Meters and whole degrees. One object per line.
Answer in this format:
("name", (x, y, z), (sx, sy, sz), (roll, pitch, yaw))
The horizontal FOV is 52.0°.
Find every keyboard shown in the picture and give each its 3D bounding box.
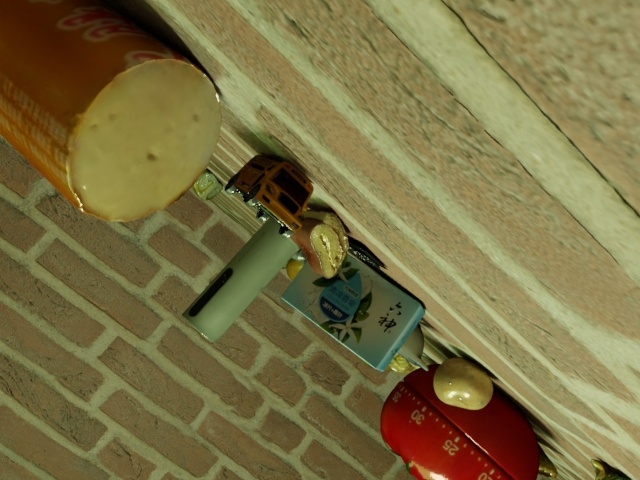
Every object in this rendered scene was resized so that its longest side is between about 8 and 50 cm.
("keyboard", (0.047, 0.009, 1.179), (0.074, 0.015, 0.196), (44, 174, -30))

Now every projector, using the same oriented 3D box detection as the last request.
("projector", (-0.176, 0.084, 1.547), (0.108, 0.337, 0.108), (41, 174, 6))

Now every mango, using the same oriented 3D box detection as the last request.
("mango", (-0.045, 0.078, 1.885), (0.111, 0.089, 0.163), (12, 159, 10))

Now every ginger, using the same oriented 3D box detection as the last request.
("ginger", (0.255, 0.435, 2.341), (0.236, 0.166, 0.375), (52, 175, -22))

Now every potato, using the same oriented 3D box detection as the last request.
("potato", (0.293, 0.297, 1.367), (0.112, 0.112, 0.147), (42, 165, -16))

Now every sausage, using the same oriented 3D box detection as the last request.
("sausage", (-0.303, -0.192, 0.861), (0.287, 0.233, 0.233), (39, 174, 24))

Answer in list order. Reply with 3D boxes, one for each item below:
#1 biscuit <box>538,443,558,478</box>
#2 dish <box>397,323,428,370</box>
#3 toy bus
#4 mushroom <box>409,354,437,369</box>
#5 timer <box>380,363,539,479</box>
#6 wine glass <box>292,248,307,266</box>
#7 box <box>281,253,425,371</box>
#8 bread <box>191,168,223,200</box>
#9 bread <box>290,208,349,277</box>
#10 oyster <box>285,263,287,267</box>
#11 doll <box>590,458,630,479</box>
("biscuit", (0.535, 0.559, 1.784), (0.172, 0.029, 0.254), (21, -175, 3))
("dish", (0.159, 0.180, 1.411), (0.228, 0.086, 0.236), (42, 173, -27))
("toy bus", (-0.072, -0.073, 0.970), (0.083, 0.088, 0.194), (42, 176, -24))
("mushroom", (0.360, 0.423, 2.066), (0.209, 0.071, 0.084), (42, -154, 3))
("timer", (0.328, 0.464, 1.546), (0.378, 0.279, 0.378), (41, 176, 3))
("wine glass", (-0.062, 0.026, 1.700), (0.155, 0.072, 0.072), (33, 171, 42))
("box", (0.061, 0.120, 1.230), (0.232, 0.142, 0.083), (35, 176, 22))
("bread", (-0.361, -0.182, 2.010), (0.094, 0.083, 0.157), (52, 175, 3))
("bread", (0.001, -0.001, 1.106), (0.119, 0.067, 0.192), (63, 168, -15))
("oyster", (-0.085, 0.067, 2.091), (0.166, 0.094, 0.294), (26, 174, 31))
("doll", (0.559, 0.460, 1.241), (0.078, 0.076, 0.113), (65, -158, -6))
